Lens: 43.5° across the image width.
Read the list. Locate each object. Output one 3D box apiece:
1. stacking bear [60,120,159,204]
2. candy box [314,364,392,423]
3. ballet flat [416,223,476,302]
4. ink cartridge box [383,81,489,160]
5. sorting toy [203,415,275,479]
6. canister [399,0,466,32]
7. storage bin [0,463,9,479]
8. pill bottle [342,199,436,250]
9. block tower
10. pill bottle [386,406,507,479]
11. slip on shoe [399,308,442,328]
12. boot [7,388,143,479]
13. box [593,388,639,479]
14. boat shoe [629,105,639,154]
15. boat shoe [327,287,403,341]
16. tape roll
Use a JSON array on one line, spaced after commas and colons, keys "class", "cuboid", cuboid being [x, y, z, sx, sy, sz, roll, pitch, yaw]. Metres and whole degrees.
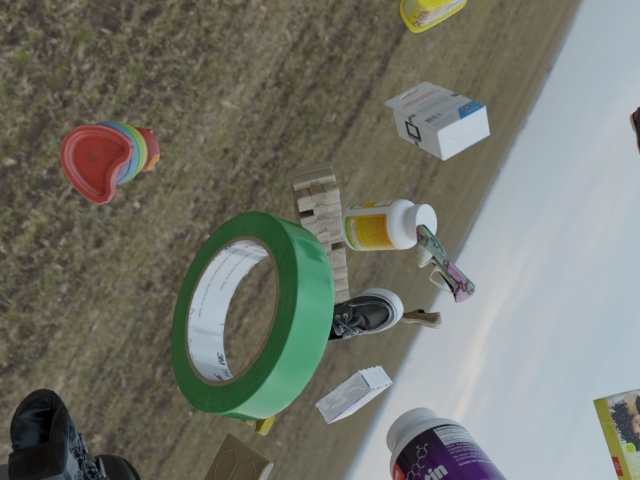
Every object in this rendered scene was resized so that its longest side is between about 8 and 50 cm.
[{"class": "stacking bear", "cuboid": [-0.484, -0.211, 1.938, 0.175, 0.164, 0.289, -61, 174, 16]}, {"class": "candy box", "cuboid": [0.097, 0.433, 2.270, 0.165, 0.070, 0.196, -40, 163, 15]}, {"class": "ballet flat", "cuboid": [0.293, 0.062, 1.997, 0.079, 0.221, 0.077, -37, 173, -7]}, {"class": "ink cartridge box", "cuboid": [0.203, -0.217, 1.428, 0.104, 0.180, 0.060, -29, 125, -14]}, {"class": "sorting toy", "cuboid": [-0.160, 0.465, 1.589, 0.229, 0.041, 0.307, 6, -114, 63]}, {"class": "canister", "cuboid": [0.209, -0.436, 1.417, 0.126, 0.073, 0.170, -30, -177, 2]}, {"class": "storage bin", "cuboid": [-0.626, 0.516, 1.680, 0.098, 0.135, 0.091, 7, 80, -49]}, {"class": "pill bottle", "cuboid": [0.191, -0.042, 2.205, 0.136, 0.245, 0.137, 3, 86, -48]}, {"class": "block tower", "cuboid": [0.000, 0.000, 1.739, 0.091, 0.097, 0.336, -110, -171, -52]}, {"class": "pill bottle", "cuboid": [0.250, 0.468, 1.532, 0.323, 0.181, 0.182, 49, -58, 54]}, {"class": "slip on shoe", "cuboid": [0.247, 0.189, 2.005, 0.051, 0.135, 0.041, 1, 95, -39]}, {"class": "boot", "cuboid": [-0.474, 0.450, 1.561, 0.146, 0.367, 0.445, -30, 131, -11]}, {"class": "box", "cuboid": [0.587, 0.398, 1.484, 0.058, 0.087, 0.232, 119, -43, -74]}, {"class": "boat shoe", "cuboid": [0.548, -0.169, 1.317, 0.043, 0.049, 0.137, -47, -143, 47]}, {"class": "boat shoe", "cuboid": [0.041, 0.141, 1.420, 0.076, 0.228, 0.080, -37, 109, -46]}, {"class": "tape roll", "cuboid": [-0.114, 0.116, 1.260, 0.077, 0.321, 0.321, 21, 96, -38]}]
